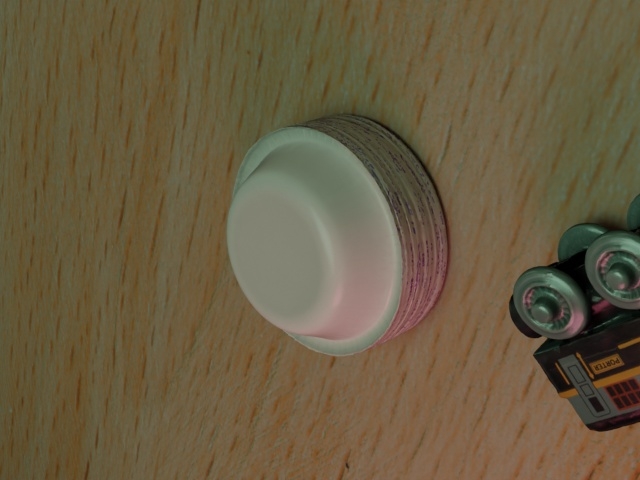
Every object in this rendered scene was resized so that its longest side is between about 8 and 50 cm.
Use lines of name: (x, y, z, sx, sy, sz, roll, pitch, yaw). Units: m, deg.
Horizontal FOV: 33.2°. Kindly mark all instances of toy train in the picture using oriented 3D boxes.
toy train: (0.326, 0.054, 0.975, 0.334, 0.142, 0.190, -31, 94, 46)

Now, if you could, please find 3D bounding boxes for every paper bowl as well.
paper bowl: (0.000, 0.000, 1.278, 0.284, 0.148, 0.284, 18, 116, 41)
